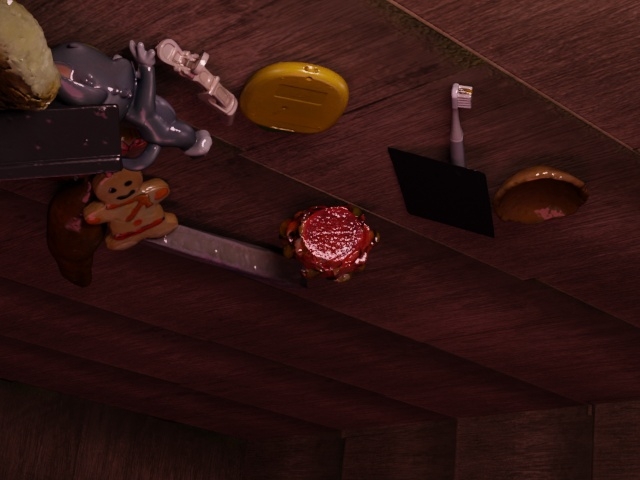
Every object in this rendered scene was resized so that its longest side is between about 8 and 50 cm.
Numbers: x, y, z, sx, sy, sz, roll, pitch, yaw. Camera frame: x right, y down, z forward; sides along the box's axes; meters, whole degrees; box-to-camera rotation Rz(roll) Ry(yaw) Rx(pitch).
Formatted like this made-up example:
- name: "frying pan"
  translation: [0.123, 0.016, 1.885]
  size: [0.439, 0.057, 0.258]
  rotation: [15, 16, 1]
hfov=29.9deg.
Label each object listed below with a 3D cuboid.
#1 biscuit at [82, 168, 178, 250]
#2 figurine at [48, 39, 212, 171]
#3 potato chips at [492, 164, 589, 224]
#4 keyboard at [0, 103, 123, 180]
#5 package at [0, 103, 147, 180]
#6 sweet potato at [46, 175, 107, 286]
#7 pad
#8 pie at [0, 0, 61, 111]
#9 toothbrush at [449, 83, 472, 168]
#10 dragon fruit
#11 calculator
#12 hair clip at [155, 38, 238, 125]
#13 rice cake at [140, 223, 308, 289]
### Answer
- name: "biscuit"
  translation: [-0.328, -0.057, 2.051]
  size: [0.153, 0.030, 0.234]
  rotation: [-22, 150, -10]
- name: "figurine"
  translation: [-0.283, -0.181, 1.639]
  size: [0.265, 0.140, 0.193]
  rotation: [45, 160, -31]
- name: "potato chips"
  translation: [0.344, -0.075, 1.881]
  size: [0.150, 0.049, 0.202]
  rotation: [-2, 158, 14]
- name: "keyboard"
  translation: [-0.408, -0.116, 1.517]
  size: [0.309, 0.101, 0.018]
  rotation: [-6, -157, -11]
- name: "package"
  translation: [-0.413, -0.149, 1.781]
  size: [0.288, 0.108, 0.223]
  rotation: [6, 169, -28]
- name: "sweet potato"
  translation: [-0.439, -0.025, 2.155]
  size: [0.112, 0.112, 0.359]
  rotation: [10, 150, -13]
- name: "pad"
  translation: [0.199, -0.076, 1.925]
  size: [0.159, 0.009, 0.265]
  rotation: [18, 163, 18]
- name: "pie"
  translation: [-0.431, -0.264, 1.394]
  size: [0.296, 0.078, 0.371]
  rotation: [28, 164, 21]
- name: "toothbrush"
  translation: [0.204, -0.144, 1.764]
  size: [0.030, 0.025, 0.342]
  rotation: [8, 161, 8]
- name: "dragon fruit"
  translation: [0.000, 0.000, 2.092]
  size: [0.207, 0.133, 0.150]
  rotation: [9, 141, 45]
- name: "calculator"
  translation: [-0.039, -0.193, 1.682]
  size: [0.146, 0.032, 0.235]
  rotation: [10, 162, -10]
- name: "hair clip"
  translation: [-0.146, -0.206, 1.649]
  size: [0.072, 0.034, 0.226]
  rotation: [20, 167, 26]
- name: "rice cake"
  translation: [-0.195, 0.019, 2.276]
  size: [0.399, 0.064, 0.070]
  rotation: [19, 166, -32]
